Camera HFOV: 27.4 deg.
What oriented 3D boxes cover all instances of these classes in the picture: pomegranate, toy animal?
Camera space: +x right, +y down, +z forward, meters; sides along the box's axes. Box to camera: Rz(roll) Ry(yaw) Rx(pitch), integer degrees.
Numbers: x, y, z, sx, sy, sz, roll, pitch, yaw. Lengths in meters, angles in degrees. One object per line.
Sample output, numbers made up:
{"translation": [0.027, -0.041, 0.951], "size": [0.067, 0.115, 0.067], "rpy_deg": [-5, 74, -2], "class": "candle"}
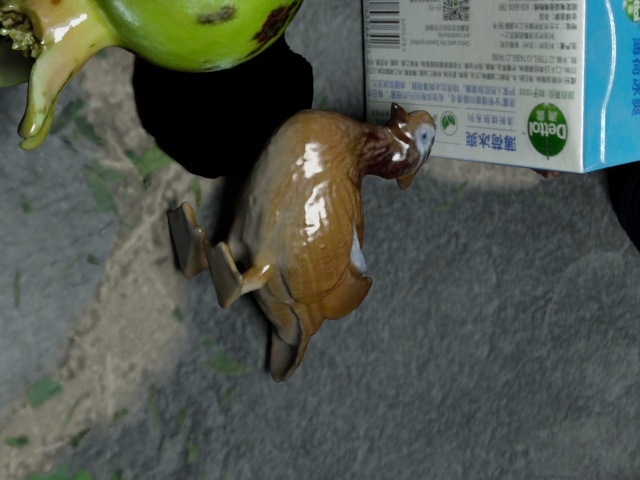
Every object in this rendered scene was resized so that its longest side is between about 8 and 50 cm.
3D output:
{"translation": [-0.092, -0.136, 0.703], "size": [0.156, 0.156, 0.220], "rpy_deg": [35, 92, -38], "class": "pomegranate"}
{"translation": [0.000, 0.000, 0.836], "size": [0.179, 0.089, 0.188], "rpy_deg": [-22, 129, -27], "class": "toy animal"}

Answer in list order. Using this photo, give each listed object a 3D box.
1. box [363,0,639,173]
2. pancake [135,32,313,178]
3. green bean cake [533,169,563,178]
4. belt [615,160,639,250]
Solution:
{"translation": [0.116, -0.123, 0.844], "size": [0.073, 0.194, 0.139], "rpy_deg": [-12, 105, -39], "class": "box"}
{"translation": [-0.060, -0.096, 0.815], "size": [0.129, 0.022, 0.116], "rpy_deg": [25, 81, -35], "class": "pancake"}
{"translation": [0.224, -0.181, 0.944], "size": [0.198, 0.097, 0.233], "rpy_deg": [-27, 138, -37], "class": "green bean cake"}
{"translation": [0.318, -0.029, 1.048], "size": [0.078, 0.151, 0.198], "rpy_deg": [-51, 163, -19], "class": "belt"}
